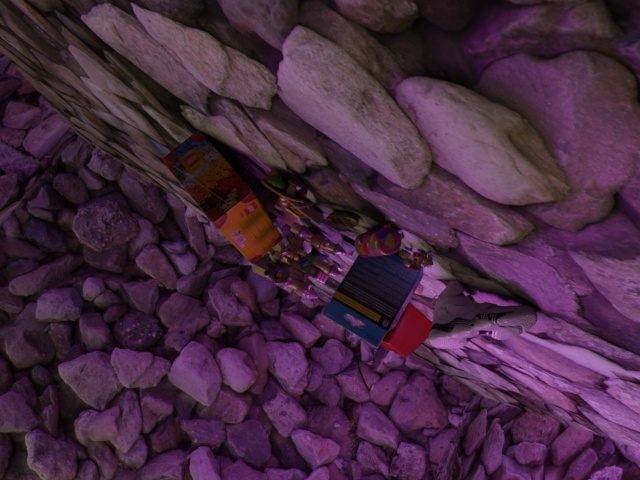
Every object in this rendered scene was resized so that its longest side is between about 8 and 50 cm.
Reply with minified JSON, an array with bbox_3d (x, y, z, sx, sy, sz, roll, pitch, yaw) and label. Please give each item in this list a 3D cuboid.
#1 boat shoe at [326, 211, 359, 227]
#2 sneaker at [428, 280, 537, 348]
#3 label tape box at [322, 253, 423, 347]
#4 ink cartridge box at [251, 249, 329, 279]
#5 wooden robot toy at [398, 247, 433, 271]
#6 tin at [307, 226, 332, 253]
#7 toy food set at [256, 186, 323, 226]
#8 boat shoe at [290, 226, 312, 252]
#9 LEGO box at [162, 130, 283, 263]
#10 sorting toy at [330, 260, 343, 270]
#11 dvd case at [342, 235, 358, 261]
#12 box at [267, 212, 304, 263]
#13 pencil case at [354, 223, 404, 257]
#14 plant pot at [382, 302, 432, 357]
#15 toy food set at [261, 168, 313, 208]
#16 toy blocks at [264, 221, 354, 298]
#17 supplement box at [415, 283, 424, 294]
[{"bbox_3d":[0.087,-0.083,1.708,0.153,0.048,0.056,4,138,51],"label":"boat shoe"},{"bbox_3d":[0.539,0.233,1.602,0.365,0.210,0.137,-23,133,32],"label":"sneaker"},{"bbox_3d":[0.205,0.210,1.801,0.249,0.348,0.115,28,167,19],"label":"label tape box"},{"bbox_3d":[-0.161,0.125,2.515,0.307,0.303,0.072,23,129,40],"label":"ink cartridge box"},{"bbox_3d":[0.347,0.077,1.616,0.079,0.076,0.173,27,172,-30],"label":"wooden robot toy"},{"bbox_3d":[0.000,0.000,2.219,0.106,0.040,0.189,24,165,48],"label":"tin"},{"bbox_3d":[-0.137,-0.131,1.932,0.219,0.092,0.306,38,167,-20],"label":"toy food set"},{"bbox_3d":[-0.128,-0.020,2.383,0.219,0.078,0.070,37,-150,6],"label":"boat shoe"},{"bbox_3d":[-0.391,-0.161,1.976,0.372,0.193,0.500,48,173,21],"label":"LEGO box"},{"bbox_3d":[0.089,0.148,2.550,0.075,0.045,0.083,25,167,-1],"label":"sorting toy"},{"bbox_3d":[0.180,0.067,2.067,0.180,0.022,0.253,30,167,13],"label":"dvd case"},{"bbox_3d":[-0.218,-0.005,2.352,0.216,0.060,0.270,-7,122,44],"label":"box"},{"bbox_3d":[0.200,0.006,1.639,0.104,0.105,0.236,35,165,-10],"label":"pencil case"},{"bbox_3d":[0.413,0.473,2.536,0.267,0.236,0.267,40,166,-30],"label":"plant pot"},{"bbox_3d":[-0.112,-0.201,1.687,0.217,0.071,0.128,34,-158,23],"label":"toy food set"},{"bbox_3d":[-0.034,0.107,1.972,0.259,0.289,0.309,26,172,13],"label":"toy blocks"},{"bbox_3d":[0.388,0.194,2.008,0.098,0.036,0.062,16,159,51],"label":"supplement box"}]
